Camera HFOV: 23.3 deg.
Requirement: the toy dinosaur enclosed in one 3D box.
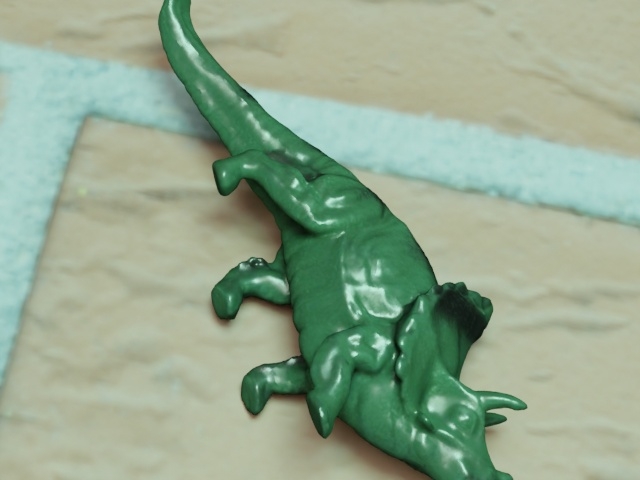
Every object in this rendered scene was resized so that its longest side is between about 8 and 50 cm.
[{"bbox_3d":[-0.013,0.010,0.741,0.120,0.079,0.292,-39,78,-24],"label":"toy dinosaur"}]
